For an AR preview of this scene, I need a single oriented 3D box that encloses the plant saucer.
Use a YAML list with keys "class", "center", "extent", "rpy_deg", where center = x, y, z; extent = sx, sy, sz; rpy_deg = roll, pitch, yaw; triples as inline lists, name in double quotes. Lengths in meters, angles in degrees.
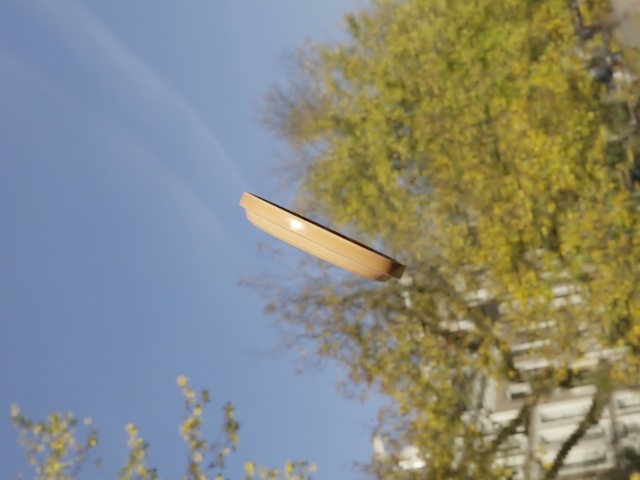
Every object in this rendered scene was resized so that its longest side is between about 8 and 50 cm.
- class: "plant saucer"
  center: [0.000, 0.000, 0.514]
  extent: [0.013, 0.083, 0.083]
  rpy_deg: [-66, -18, 1]
